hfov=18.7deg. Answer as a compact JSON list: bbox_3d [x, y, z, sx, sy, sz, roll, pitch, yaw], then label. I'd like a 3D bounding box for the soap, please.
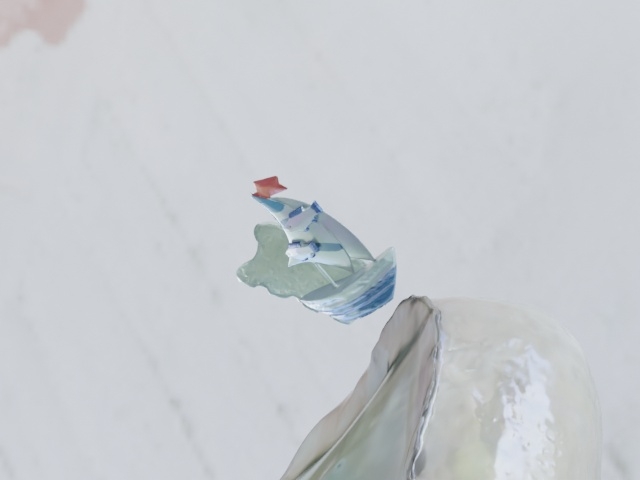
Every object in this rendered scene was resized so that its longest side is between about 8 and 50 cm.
[{"bbox_3d":[-0.012,0.027,1.769,0.198,0.115,0.063,-127,-120,-89],"label":"soap"}]

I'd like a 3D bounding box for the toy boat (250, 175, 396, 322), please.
[{"bbox_3d":[0.011,0.003,1.594,0.105,0.034,0.149,-5,-60,29],"label":"toy boat"}]

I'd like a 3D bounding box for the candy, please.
[{"bbox_3d":[0.050,0.237,1.328,0.386,0.186,0.427,-47,-168,33],"label":"candy"}]
